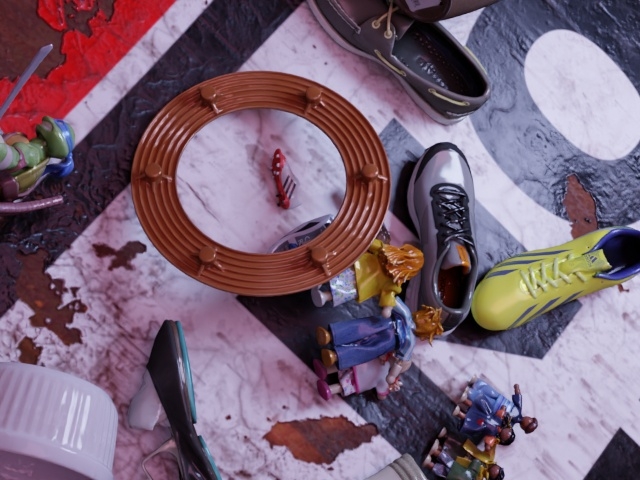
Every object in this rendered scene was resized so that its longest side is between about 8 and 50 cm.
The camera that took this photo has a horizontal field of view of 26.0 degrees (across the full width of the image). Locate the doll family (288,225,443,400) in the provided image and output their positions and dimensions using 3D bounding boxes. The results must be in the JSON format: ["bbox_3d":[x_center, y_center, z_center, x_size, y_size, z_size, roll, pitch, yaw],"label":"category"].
[{"bbox_3d":[0.073,0.092,1.795,0.163,0.118,0.263,-14,101,-20],"label":"doll family"}]

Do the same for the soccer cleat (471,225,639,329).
[{"bbox_3d":[0.340,0.045,1.931,0.289,0.121,0.093,-20,88,-23],"label":"soccer cleat"}]

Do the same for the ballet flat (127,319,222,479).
[{"bbox_3d":[-0.182,0.241,1.715,0.096,0.095,0.280,-16,86,-11],"label":"ballet flat"}]

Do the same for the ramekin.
[{"bbox_3d":[-0.332,0.220,1.604,0.207,0.207,0.109,20,65,-16],"label":"ramekin"}]

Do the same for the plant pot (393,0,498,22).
[{"bbox_3d":[0.195,-0.398,1.888,0.215,0.215,0.230,49,56,-6],"label":"plant pot"}]

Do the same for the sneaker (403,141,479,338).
[{"bbox_3d":[0.177,-0.005,1.888,0.100,0.108,0.271,7,76,-18],"label":"sneaker"}]

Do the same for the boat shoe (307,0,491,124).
[{"bbox_3d":[0.111,-0.285,1.923,0.305,0.091,0.109,40,69,-10],"label":"boat shoe"}]

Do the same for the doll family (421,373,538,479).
[{"bbox_3d":[0.221,0.268,1.868,0.111,0.076,0.193,30,75,7],"label":"doll family"}]

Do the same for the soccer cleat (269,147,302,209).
[{"bbox_3d":[-0.045,-0.083,1.862,0.036,0.029,0.083,-8,86,-31],"label":"soccer cleat"}]

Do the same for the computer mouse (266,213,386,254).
[{"bbox_3d":[0.000,0.000,1.853,0.193,0.042,0.106,-26,105,-25],"label":"computer mouse"}]

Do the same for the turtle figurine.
[{"bbox_3d":[-0.437,-0.122,1.633,0.266,0.274,0.198,-37,60,-19],"label":"turtle figurine"}]

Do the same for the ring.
[{"bbox_3d":[-0.075,-0.084,1.776,0.337,0.032,0.336,2,62,-3],"label":"ring"}]

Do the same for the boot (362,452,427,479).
[{"bbox_3d":[0.095,0.400,1.797,0.165,0.077,0.213,-22,85,-25],"label":"boot"}]
